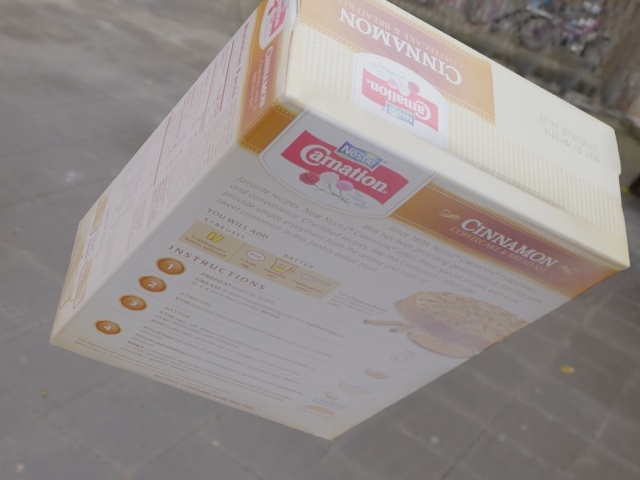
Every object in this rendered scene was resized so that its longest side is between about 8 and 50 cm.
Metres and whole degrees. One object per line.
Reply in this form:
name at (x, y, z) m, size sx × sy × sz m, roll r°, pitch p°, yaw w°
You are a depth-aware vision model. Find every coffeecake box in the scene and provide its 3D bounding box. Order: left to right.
coffeecake box at (0.000, 0.000, 0.413) m, size 0.142 × 0.185 × 0.068 m, roll 24°, pitch 50°, yaw -25°
